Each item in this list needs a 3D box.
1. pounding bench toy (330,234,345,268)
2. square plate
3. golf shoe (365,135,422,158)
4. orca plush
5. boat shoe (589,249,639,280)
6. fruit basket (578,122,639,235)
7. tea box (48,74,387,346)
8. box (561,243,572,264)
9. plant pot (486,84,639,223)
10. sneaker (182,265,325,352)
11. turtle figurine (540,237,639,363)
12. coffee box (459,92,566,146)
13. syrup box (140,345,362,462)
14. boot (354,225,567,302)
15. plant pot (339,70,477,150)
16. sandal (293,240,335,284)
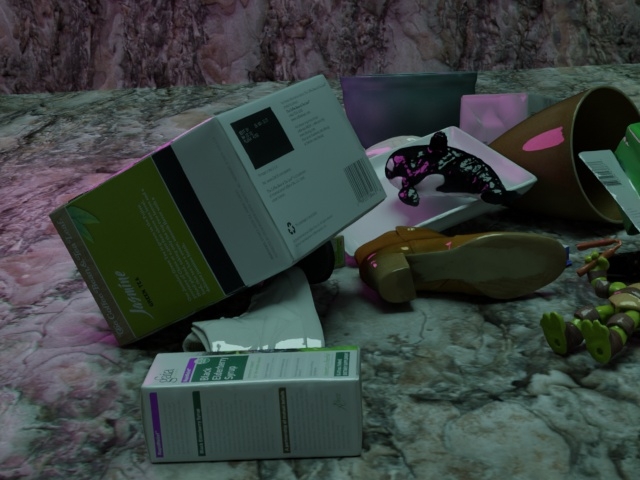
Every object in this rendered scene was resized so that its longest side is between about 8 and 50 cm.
[{"bbox_3d":[0.000,0.000,1.930,0.052,0.083,0.065,-13,20,-29],"label":"pounding bench toy"},{"bbox_3d":[0.156,-0.081,2.091,0.344,0.049,0.347,-23,26,-10],"label":"square plate"},{"bbox_3d":[0.192,-0.132,2.297,0.306,0.115,0.140,4,21,29],"label":"golf shoe"},{"bbox_3d":[0.199,-0.125,1.974,0.151,0.102,0.287,-25,26,-14],"label":"orca plush"},{"bbox_3d":[0.462,0.038,1.764,0.133,0.049,0.042,-1,22,16],"label":"boat shoe"},{"bbox_3d":[0.584,-0.024,1.710,0.327,0.165,0.353,-13,58,-27],"label":"fruit basket"},{"bbox_3d":[-0.137,-0.048,1.692,0.324,0.220,0.329,-25,4,31],"label":"tea box"},{"bbox_3d":[0.328,0.021,1.886,0.136,0.028,0.081,9,20,42],"label":"box"},{"bbox_3d":[0.413,-0.135,2.106,0.237,0.237,0.254,-19,8,-42],"label":"plant pot"},{"bbox_3d":[-0.095,0.109,1.540,0.169,0.108,0.292,-3,17,-8],"label":"sneaker"},{"bbox_3d":[0.391,0.085,1.549,0.217,0.087,0.269,-24,33,-32],"label":"turtle figurine"},{"bbox_3d":[0.437,-0.223,2.385,0.297,0.118,0.168,2,2,-44],"label":"coffee box"},{"bbox_3d":[-0.072,0.180,1.315,0.237,0.096,0.093,-2,17,4],"label":"syrup box"},{"bbox_3d":[0.202,0.017,1.793,0.295,0.104,0.211,-9,17,-3],"label":"boot"},{"bbox_3d":[0.191,-0.259,2.542,0.293,0.196,0.293,-3,9,0],"label":"plant pot"},{"bbox_3d":[-0.057,0.010,1.912,0.054,0.097,0.254,18,0,-41],"label":"sandal"}]
